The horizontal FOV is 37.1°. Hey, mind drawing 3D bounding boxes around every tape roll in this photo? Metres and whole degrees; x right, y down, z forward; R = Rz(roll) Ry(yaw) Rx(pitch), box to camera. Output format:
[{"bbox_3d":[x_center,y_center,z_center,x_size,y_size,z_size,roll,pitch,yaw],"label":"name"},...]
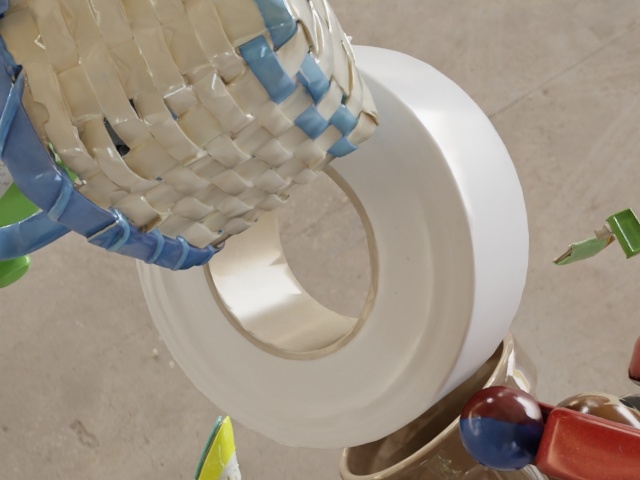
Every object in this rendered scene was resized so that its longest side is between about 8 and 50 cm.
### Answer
[{"bbox_3d":[0.000,0.000,0.690,0.286,0.286,0.100,39,29,21],"label":"tape roll"}]

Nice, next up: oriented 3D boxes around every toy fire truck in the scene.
[{"bbox_3d":[0.222,0.139,0.573,0.253,0.302,0.170,22,83,-34],"label":"toy fire truck"}]

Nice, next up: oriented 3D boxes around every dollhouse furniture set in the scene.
[{"bbox_3d":[0.381,0.014,1.268,0.076,0.152,0.059,-20,73,-20],"label":"dollhouse furniture set"}]

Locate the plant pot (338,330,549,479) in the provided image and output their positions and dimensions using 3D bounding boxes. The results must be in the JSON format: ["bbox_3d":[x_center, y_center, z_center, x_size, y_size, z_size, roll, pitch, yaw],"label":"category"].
[{"bbox_3d":[0.189,0.270,1.130,0.229,0.263,0.263,49,60,-9],"label":"plant pot"}]

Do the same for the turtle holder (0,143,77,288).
[{"bbox_3d":[-0.413,-0.060,0.962,0.243,0.320,0.227,-25,65,-38],"label":"turtle holder"}]

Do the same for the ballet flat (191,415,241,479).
[{"bbox_3d":[-0.166,0.372,1.450,0.077,0.231,0.077,28,15,0],"label":"ballet flat"}]

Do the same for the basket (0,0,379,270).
[{"bbox_3d":[-0.130,-0.076,0.526,0.288,0.255,0.201,-29,75,7],"label":"basket"}]

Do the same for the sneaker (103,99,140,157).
[{"bbox_3d":[-0.226,-0.172,1.173,0.126,0.321,0.128,-9,55,-12],"label":"sneaker"}]
